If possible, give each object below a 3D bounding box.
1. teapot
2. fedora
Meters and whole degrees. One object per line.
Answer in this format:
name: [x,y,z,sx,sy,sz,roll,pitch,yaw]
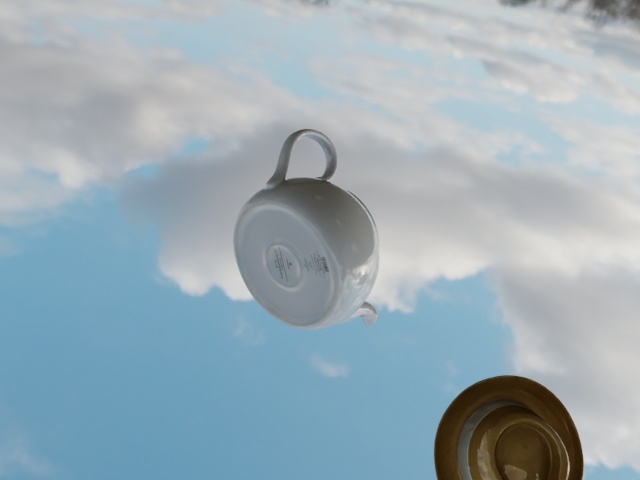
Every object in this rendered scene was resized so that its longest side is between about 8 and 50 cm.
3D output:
teapot: [0.000,0.000,1.281,0.252,0.256,0.187,42,-136,18]
fedora: [0.223,0.251,0.926,0.194,0.194,0.079,9,175,-7]
